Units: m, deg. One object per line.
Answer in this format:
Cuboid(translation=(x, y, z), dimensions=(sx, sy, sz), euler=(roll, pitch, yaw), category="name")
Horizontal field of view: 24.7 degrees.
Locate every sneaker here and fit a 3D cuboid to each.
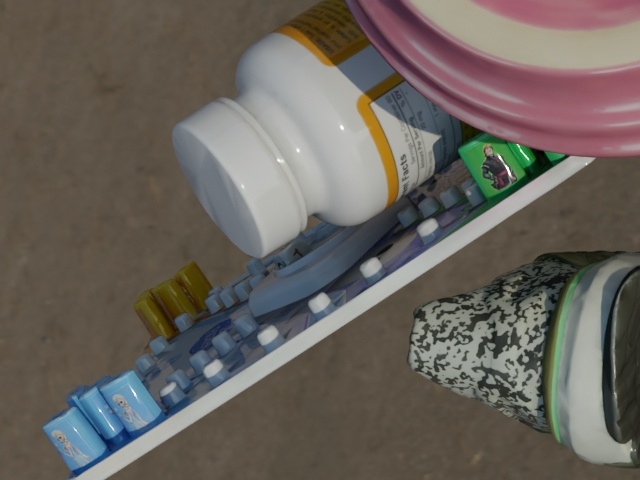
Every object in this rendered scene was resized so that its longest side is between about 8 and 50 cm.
Cuboid(translation=(0.174, 0.062, 1.039), dimensions=(0.182, 0.410, 0.158), euler=(9, 88, 21), category="sneaker")

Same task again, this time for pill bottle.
Cuboid(translation=(0.031, -0.095, 0.952), dimensions=(0.136, 0.245, 0.136), euler=(48, 161, 23), category="pill bottle")

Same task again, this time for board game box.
Cuboid(translation=(0.000, 0.000, 1.056), dimensions=(0.390, 0.390, 0.050), euler=(-34, 97, 7), category="board game box")

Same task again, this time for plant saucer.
Cuboid(translation=(0.138, -0.206, 0.716), dimensions=(0.332, 0.084, 0.332), euler=(2, 94, 23), category="plant saucer")
